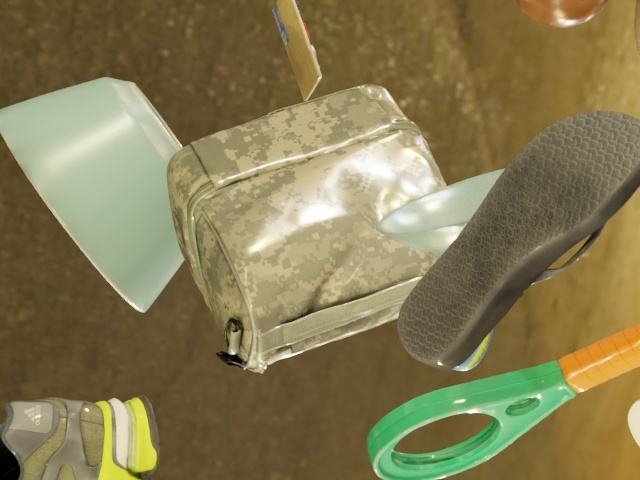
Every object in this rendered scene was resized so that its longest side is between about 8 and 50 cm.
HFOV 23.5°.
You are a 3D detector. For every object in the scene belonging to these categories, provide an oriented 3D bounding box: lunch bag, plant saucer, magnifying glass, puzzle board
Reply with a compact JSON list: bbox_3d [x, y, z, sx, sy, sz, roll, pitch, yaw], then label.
[{"bbox_3d":[0.000,0.000,1.704,0.305,0.256,0.212,-18,132,-16],"label":"lunch bag"},{"bbox_3d":[0.147,-0.025,1.371,0.195,0.195,0.037,-38,113,-60],"label":"plant saucer"},{"bbox_3d":[0.135,0.098,0.975,0.092,0.231,0.026,42,24,-53],"label":"magnifying glass"},{"bbox_3d":[-0.028,-0.248,1.920,0.096,0.011,0.128,131,-59,-74],"label":"puzzle board"}]

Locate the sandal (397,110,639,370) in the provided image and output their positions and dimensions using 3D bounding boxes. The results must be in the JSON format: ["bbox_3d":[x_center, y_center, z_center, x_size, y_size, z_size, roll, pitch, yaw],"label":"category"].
[{"bbox_3d":[0.161,-0.002,1.197,0.254,0.097,0.054,-46,135,17],"label":"sandal"}]

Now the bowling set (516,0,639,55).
[{"bbox_3d":[0.204,-0.183,0.789,0.287,0.200,0.154,104,-9,-73],"label":"bowling set"}]

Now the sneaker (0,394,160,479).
[{"bbox_3d":[-0.242,0.204,1.172,0.300,0.121,0.111,-50,-145,33],"label":"sneaker"}]

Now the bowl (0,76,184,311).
[{"bbox_3d":[-0.247,-0.080,1.919,0.163,0.311,0.311,-35,154,0],"label":"bowl"}]

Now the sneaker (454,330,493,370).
[{"bbox_3d":[0.183,0.063,1.820,0.067,0.078,0.188,39,75,-40],"label":"sneaker"}]

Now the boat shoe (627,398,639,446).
[{"bbox_3d":[0.427,0.235,1.721,0.066,0.184,0.063,-63,172,12],"label":"boat shoe"}]
